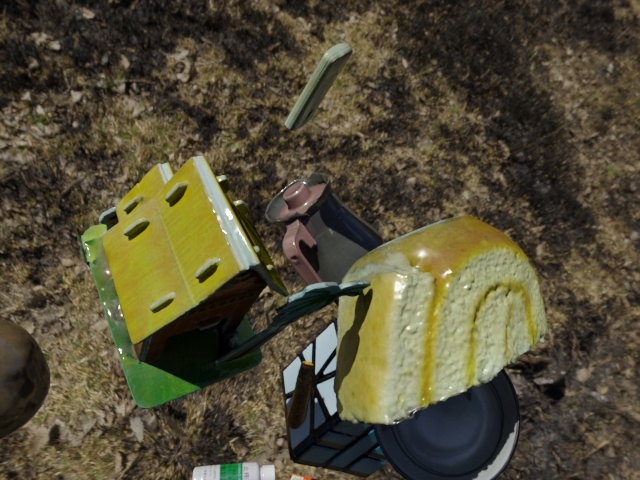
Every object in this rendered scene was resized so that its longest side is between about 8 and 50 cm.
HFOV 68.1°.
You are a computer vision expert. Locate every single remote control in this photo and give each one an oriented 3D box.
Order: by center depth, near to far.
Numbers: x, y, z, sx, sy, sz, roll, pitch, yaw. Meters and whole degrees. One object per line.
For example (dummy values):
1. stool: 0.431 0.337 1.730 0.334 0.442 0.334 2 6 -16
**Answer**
1. remote control: -0.007 -0.356 1.110 0.038 0.233 0.098 43 48 2

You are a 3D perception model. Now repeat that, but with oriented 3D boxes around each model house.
1. model house: -0.126 0.004 0.663 0.339 0.324 0.301 -15 68 -32

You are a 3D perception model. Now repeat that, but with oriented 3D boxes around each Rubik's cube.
1. Rubik's cube: 0.082 0.439 1.310 0.283 0.288 0.294 29 27 -27

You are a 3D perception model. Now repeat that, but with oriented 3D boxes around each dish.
1. dish: 0.270 0.374 1.031 0.315 0.106 0.317 -9 65 20

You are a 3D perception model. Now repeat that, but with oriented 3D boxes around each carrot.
1. carrot: -0.040 0.320 0.981 0.042 0.171 0.042 9 24 -4

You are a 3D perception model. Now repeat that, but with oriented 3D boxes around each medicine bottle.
1. medicine bottle: -0.277 0.770 1.529 0.259 0.095 0.095 0 67 -11

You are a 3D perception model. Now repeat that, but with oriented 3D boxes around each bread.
1. bread: 0.170 0.112 0.806 0.394 0.239 0.264 -14 88 -34

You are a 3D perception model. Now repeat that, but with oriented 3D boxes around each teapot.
1. teapot: 0.000 0.000 1.488 0.362 0.305 0.376 53 30 -24

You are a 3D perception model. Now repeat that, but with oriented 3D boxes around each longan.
1. longan: -0.782 0.319 1.072 0.296 0.297 0.298 6 65 -14

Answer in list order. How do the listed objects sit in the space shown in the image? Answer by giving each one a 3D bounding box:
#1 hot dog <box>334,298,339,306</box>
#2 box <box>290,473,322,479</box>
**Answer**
1. hot dog: 0.069 0.187 2.011 0.122 0.272 0.196 -33 104 -5
2. box: -0.061 0.905 1.522 0.048 0.273 0.265 42 55 -19
